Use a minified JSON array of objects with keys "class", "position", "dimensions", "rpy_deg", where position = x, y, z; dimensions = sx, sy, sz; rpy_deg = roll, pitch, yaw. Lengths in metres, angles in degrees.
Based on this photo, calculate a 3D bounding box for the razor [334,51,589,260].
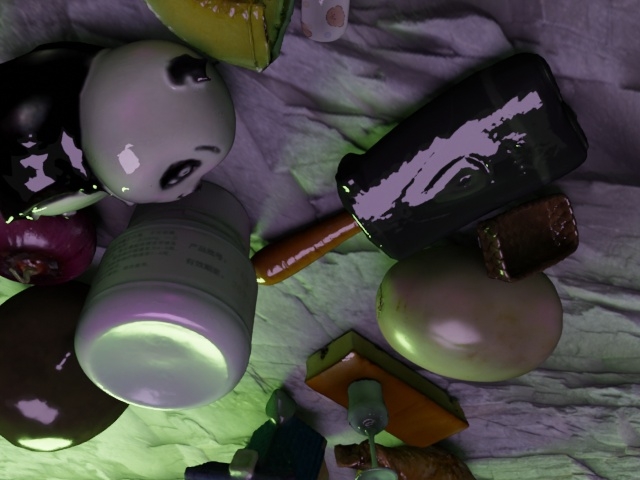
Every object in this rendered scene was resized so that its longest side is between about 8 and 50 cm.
[{"class":"razor","position":[0.201,-0.115,0.939],"dimensions":[0.349,0.113,0.204],"rpy_deg":[-29,122,18]}]

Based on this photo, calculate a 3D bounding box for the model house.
[{"class":"model house","position":[-0.132,0.488,1.333],"dimensions":[0.245,0.312,0.280],"rpy_deg":[2,128,18]}]

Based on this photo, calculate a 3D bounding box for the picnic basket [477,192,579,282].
[{"class":"picnic basket","position":[0.321,-0.006,0.999],"dimensions":[0.055,0.193,0.110],"rpy_deg":[-7,98,55]}]

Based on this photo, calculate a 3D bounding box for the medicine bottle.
[{"class":"medicine bottle","position":[-0.214,0.071,0.972],"dimensions":[0.241,0.302,0.241],"rpy_deg":[0,131,0]}]

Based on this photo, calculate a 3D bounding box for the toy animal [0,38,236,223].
[{"class":"toy animal","position":[-0.265,-0.148,0.832],"dimensions":[0.310,0.251,0.251],"rpy_deg":[-15,130,3]}]

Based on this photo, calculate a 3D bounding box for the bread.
[{"class":"bread","position":[0.142,0.320,1.339],"dimensions":[0.361,0.077,0.138],"rpy_deg":[36,120,-27]}]

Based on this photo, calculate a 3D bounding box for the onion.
[{"class":"onion","position":[-0.443,0.000,1.011],"dimensions":[0.177,0.153,0.177],"rpy_deg":[-12,169,-2]}]

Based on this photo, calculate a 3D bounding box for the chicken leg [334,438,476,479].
[{"class":"chicken leg","position":[0.156,0.547,1.468],"dimensions":[0.409,0.182,0.295],"rpy_deg":[30,147,-36]}]

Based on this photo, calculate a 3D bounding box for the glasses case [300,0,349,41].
[{"class":"glasses case","position":[0.008,-0.329,0.802],"dimensions":[0.063,0.041,0.164],"rpy_deg":[2,130,-2]}]

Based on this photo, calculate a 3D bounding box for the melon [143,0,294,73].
[{"class":"melon","position":[-0.127,-0.347,0.743],"dimensions":[0.169,0.129,0.265],"rpy_deg":[10,136,20]}]

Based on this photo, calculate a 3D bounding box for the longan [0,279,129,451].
[{"class":"longan","position":[-0.449,0.211,1.114],"dimensions":[0.297,0.297,0.297],"rpy_deg":[0,131,0]}]

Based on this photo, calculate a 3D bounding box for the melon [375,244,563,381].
[{"class":"melon","position":[0.251,0.121,1.074],"dimensions":[0.317,0.223,0.223],"rpy_deg":[6,130,-12]}]

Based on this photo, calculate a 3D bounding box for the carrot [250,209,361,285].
[{"class":"carrot","position":[0.000,0.000,1.072],"dimensions":[0.336,0.069,0.069],"rpy_deg":[-26,126,16]}]

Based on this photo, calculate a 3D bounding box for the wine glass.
[{"class":"wine glass","position":[0.091,0.353,1.186],"dimensions":[0.079,0.195,0.079],"rpy_deg":[-2,130,-2]}]
